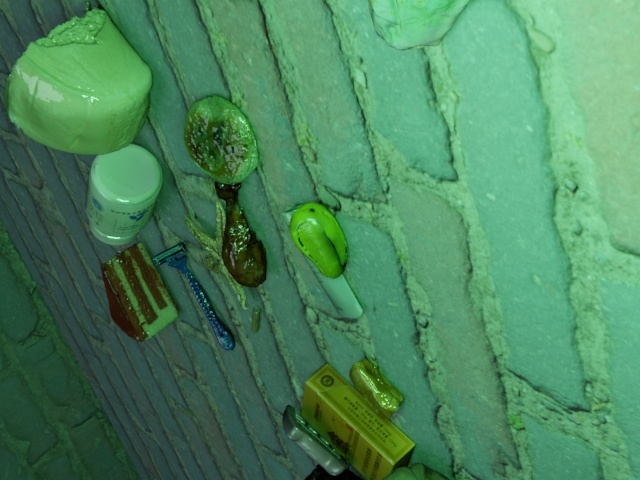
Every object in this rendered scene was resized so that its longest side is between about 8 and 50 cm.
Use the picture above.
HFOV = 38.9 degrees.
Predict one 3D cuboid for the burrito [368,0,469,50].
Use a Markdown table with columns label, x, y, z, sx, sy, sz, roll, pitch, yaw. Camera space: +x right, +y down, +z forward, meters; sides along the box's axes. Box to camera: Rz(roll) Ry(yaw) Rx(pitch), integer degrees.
| label | x | y | z | sx | sy | sz | roll | pitch | yaw |
| --- | --- | --- | --- | --- | --- | --- | --- | --- | --- |
| burrito | 0.125 | -0.323 | 1.111 | 0.144 | 0.089 | 0.229 | 51 | 150 | 11 |

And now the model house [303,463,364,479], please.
| label | x | y | z | sx | sy | sz | roll | pitch | yaw |
| --- | --- | --- | --- | --- | --- | --- | --- | --- | --- |
| model house | 0.019 | 0.683 | 2.115 | 0.297 | 0.317 | 0.282 | 42 | 171 | -25 |

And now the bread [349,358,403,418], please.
| label | x | y | z | sx | sy | sz | roll | pitch | yaw |
| --- | --- | --- | --- | --- | --- | --- | --- | --- | --- |
| bread | 0.113 | 0.306 | 1.872 | 0.132 | 0.053 | 0.074 | 50 | 152 | 11 |

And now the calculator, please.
| label | x | y | z | sx | sy | sz | roll | pitch | yaw |
| --- | --- | --- | --- | --- | --- | --- | --- | --- | --- |
| calculator | -0.016 | 0.471 | 2.146 | 0.194 | 0.043 | 0.294 | 40 | 179 | -1 |

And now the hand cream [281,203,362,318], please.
| label | x | y | z | sx | sy | sz | roll | pitch | yaw |
| --- | --- | --- | --- | --- | --- | --- | --- | --- | --- |
| hand cream | 0.004 | 0.046 | 1.755 | 0.079 | 0.048 | 0.255 | 2 | 125 | 60 |

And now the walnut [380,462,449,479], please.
| label | x | y | z | sx | sy | sz | roll | pitch | yaw |
| --- | --- | --- | --- | --- | --- | --- | --- | --- | --- |
| walnut | 0.198 | 0.582 | 1.900 | 0.224 | 0.224 | 0.224 | 37 | 148 | 28 |

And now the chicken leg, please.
| label | x | y | z | sx | sy | sz | roll | pitch | yaw |
| --- | --- | --- | --- | --- | --- | --- | --- | --- | --- |
| chicken leg | -0.180 | -0.031 | 1.916 | 0.113 | 0.093 | 0.304 | 38 | 147 | 52 |

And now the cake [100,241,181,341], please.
| label | x | y | z | sx | sy | sz | roll | pitch | yaw |
| --- | --- | --- | --- | --- | --- | --- | --- | --- | --- |
| cake | -0.532 | 0.132 | 2.556 | 0.159 | 0.158 | 0.262 | 8 | 126 | 52 |

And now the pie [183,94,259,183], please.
| label | x | y | z | sx | sy | sz | roll | pitch | yaw |
| --- | --- | --- | --- | --- | --- | --- | --- | --- | --- |
| pie | -0.196 | -0.193 | 1.760 | 0.187 | 0.041 | 0.187 | 20 | 123 | 33 |

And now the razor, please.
| label | x | y | z | sx | sy | sz | roll | pitch | yaw |
| --- | --- | --- | --- | --- | --- | --- | --- | --- | --- |
| razor | -0.309 | 0.149 | 2.352 | 0.324 | 0.093 | 0.056 | 59 | -168 | -19 |

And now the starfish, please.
| label | x | y | z | sx | sy | sz | roll | pitch | yaw |
| --- | --- | --- | --- | --- | --- | --- | --- | --- | --- |
| starfish | -0.240 | 0.020 | 2.097 | 0.231 | 0.048 | 0.295 | 27 | 141 | 40 |

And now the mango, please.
| label | x | y | z | sx | sy | sz | roll | pitch | yaw |
| --- | --- | --- | --- | --- | --- | --- | --- | --- | --- |
| mango | 0.000 | 0.000 | 1.676 | 0.091 | 0.074 | 0.165 | -4 | 129 | 27 |

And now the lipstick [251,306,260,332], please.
| label | x | y | z | sx | sy | sz | roll | pitch | yaw |
| --- | --- | --- | --- | --- | --- | --- | --- | --- | --- |
| lipstick | -0.157 | 0.192 | 2.193 | 0.019 | 0.019 | 0.094 | 41 | 150 | 22 |

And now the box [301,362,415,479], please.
| label | x | y | z | sx | sy | sz | roll | pitch | yaw |
| --- | --- | --- | --- | --- | --- | --- | --- | --- | --- |
| box | 0.078 | 0.424 | 2.036 | 0.274 | 0.076 | 0.174 | 40 | 148 | 23 |

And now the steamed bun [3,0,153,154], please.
| label | x | y | z | sx | sy | sz | roll | pitch | yaw |
| --- | --- | --- | --- | --- | --- | --- | --- | --- | --- |
| steamed bun | -0.518 | -0.308 | 1.921 | 0.273 | 0.272 | 0.290 | 45 | 155 | 14 |

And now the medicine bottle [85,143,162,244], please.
| label | x | y | z | sx | sy | sz | roll | pitch | yaw |
| --- | --- | --- | --- | --- | --- | --- | --- | --- | --- |
| medicine bottle | -0.484 | -0.103 | 2.202 | 0.170 | 0.170 | 0.293 | 50 | 153 | 6 |
